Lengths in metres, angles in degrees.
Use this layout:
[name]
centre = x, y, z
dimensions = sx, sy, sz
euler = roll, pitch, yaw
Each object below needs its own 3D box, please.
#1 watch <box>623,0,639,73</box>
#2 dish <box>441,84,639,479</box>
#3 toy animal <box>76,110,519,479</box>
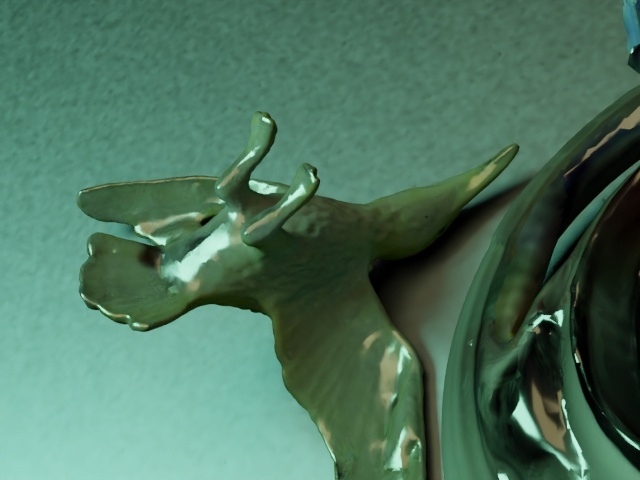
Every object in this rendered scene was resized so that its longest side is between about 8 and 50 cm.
[watch]
centre = 0.207, -0.119, 0.593
dimensions = 0.275, 0.068, 0.276
euler = -15, 17, 1
[dish]
centre = 0.147, 0.023, 0.509
dimensions = 0.273, 0.134, 0.273
euler = -14, 54, 20
[toy animal]
centre = 0.000, 0.000, 0.630
dimensions = 0.155, 0.095, 0.219
euler = -38, 53, 5
